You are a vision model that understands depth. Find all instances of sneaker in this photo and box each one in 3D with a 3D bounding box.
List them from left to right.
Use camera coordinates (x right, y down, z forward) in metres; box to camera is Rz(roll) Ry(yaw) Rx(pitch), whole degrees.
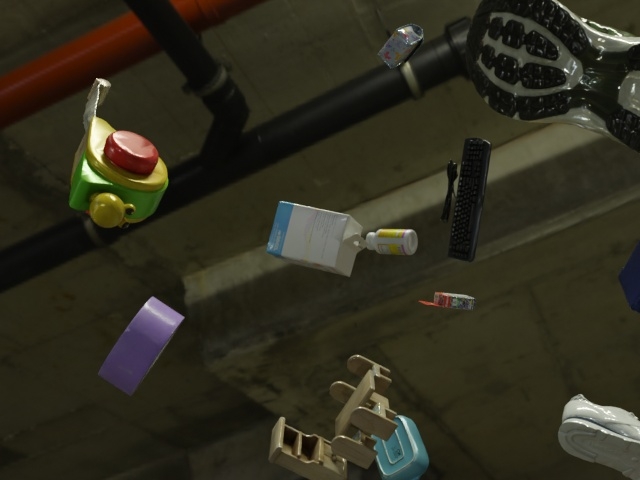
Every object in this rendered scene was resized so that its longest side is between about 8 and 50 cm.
[{"bbox_3d":[0.355,-0.198,1.002,0.182,0.410,0.158,-3,-61,-43],"label":"sneaker"},{"bbox_3d":[0.491,0.314,1.256,0.235,0.095,0.090,26,-56,14],"label":"sneaker"}]

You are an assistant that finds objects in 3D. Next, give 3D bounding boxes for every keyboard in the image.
[{"bbox_3d":[0.368,-0.110,2.121,0.033,0.317,0.201,7,3,-20],"label":"keyboard"}]

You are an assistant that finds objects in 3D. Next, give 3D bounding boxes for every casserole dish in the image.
[{"bbox_3d":[0.163,0.449,1.740,0.114,0.188,0.037,-35,-58,10],"label":"casserole dish"}]

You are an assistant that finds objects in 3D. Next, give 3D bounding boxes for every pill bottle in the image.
[{"bbox_3d":[0.121,0.002,1.384,0.083,0.043,0.043,2,-22,33],"label":"pill bottle"}]

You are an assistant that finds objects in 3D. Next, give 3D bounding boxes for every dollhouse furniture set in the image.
[{"bbox_3d":[0.024,0.364,1.646,0.161,0.212,0.242,28,-72,-10],"label":"dollhouse furniture set"}]

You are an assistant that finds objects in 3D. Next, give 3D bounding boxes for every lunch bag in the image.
[{"bbox_3d":[0.165,-0.385,1.600,0.071,0.053,0.083,-47,-5,40],"label":"lunch bag"}]

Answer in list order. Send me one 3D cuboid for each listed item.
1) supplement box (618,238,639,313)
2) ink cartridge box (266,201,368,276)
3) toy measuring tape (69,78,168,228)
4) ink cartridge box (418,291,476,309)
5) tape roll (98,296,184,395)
[{"bbox_3d":[0.812,0.095,1.610,0.356,0.195,0.194,24,-69,5],"label":"supplement box"},{"bbox_3d":[0.000,0.000,1.342,0.143,0.090,0.092,13,-8,21],"label":"ink cartridge box"},{"bbox_3d":[-0.263,-0.114,1.079,0.121,0.330,0.121,-5,-54,-8],"label":"toy measuring tape"},{"bbox_3d":[0.287,0.136,1.842,0.115,0.029,0.063,7,2,-13],"label":"ink cartridge box"},{"bbox_3d":[-0.357,0.211,1.623,0.080,0.189,0.189,33,-47,-4],"label":"tape roll"}]
